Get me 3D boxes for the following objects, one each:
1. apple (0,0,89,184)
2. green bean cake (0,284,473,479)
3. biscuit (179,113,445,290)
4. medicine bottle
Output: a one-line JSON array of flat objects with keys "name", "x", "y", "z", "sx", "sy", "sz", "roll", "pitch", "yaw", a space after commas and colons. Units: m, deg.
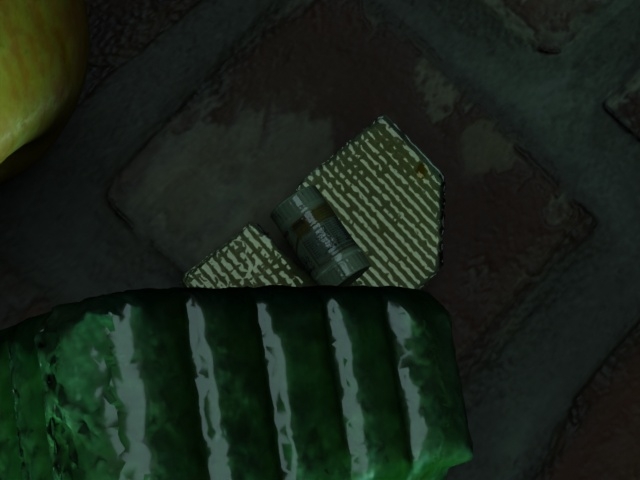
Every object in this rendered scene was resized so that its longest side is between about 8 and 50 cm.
[{"name": "apple", "x": -0.359, "y": -0.156, "z": 0.870, "sx": 0.391, "sy": 0.391, "sz": 0.346, "roll": -44, "pitch": 92, "yaw": -19}, {"name": "green bean cake", "x": -0.087, "y": 0.136, "z": 0.873, "sx": 0.307, "sy": 0.300, "sz": 0.169, "roll": 0, "pitch": 76, "yaw": -34}, {"name": "biscuit", "x": 0.011, "y": 0.014, "z": 1.050, "sx": 0.250, "sy": 0.046, "sz": 0.147, "roll": -42, "pitch": 82, "yaw": -18}, {"name": "medicine bottle", "x": 0.000, "y": 0.000, "z": 1.003, "sx": 0.047, "sy": 0.047, "sz": 0.083, "roll": -32, "pitch": 80, "yaw": -17}]
